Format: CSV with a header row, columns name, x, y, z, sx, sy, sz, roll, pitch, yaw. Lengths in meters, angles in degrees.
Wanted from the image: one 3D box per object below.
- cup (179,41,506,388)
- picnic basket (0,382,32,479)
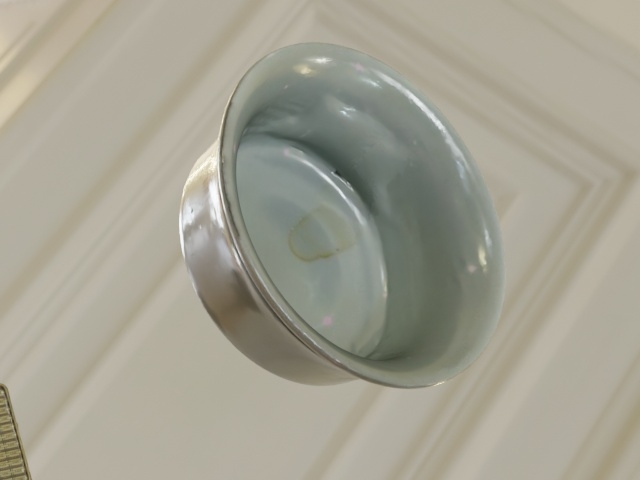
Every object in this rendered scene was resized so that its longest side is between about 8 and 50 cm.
name,x,y,z,sx,sy,sz,roll,pitch,yaw
cup,0.000,0.000,1.739,0.347,0.347,0.163,44,-44,-14
picnic basket,-0.360,0.233,1.845,0.079,0.115,0.164,121,-46,-59
